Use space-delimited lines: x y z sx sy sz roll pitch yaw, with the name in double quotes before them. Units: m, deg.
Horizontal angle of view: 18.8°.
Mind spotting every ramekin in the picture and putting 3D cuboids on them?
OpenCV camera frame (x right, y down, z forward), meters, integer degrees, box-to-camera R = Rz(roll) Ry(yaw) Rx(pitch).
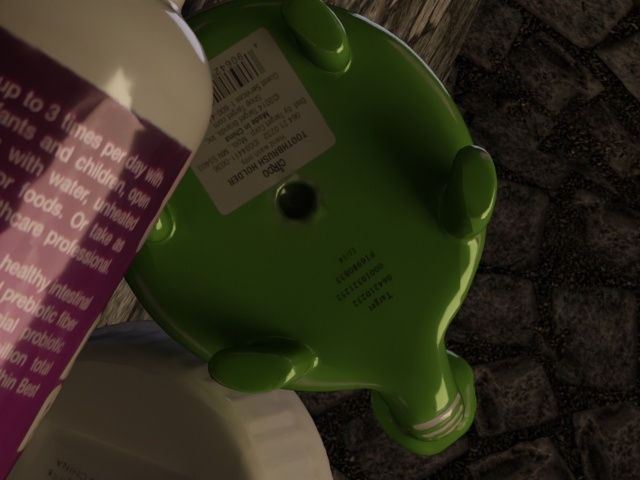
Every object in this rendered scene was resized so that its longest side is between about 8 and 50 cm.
"ramekin" -0.137 0.193 1.351 0.277 0.277 0.135 -61 168 4

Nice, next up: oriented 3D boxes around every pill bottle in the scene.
"pill bottle" -0.139 -0.024 0.638 0.301 0.169 0.169 -60 175 -2

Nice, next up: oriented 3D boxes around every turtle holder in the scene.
"turtle holder" 0.004 -0.019 1.283 0.243 0.320 0.227 -63 -171 2
